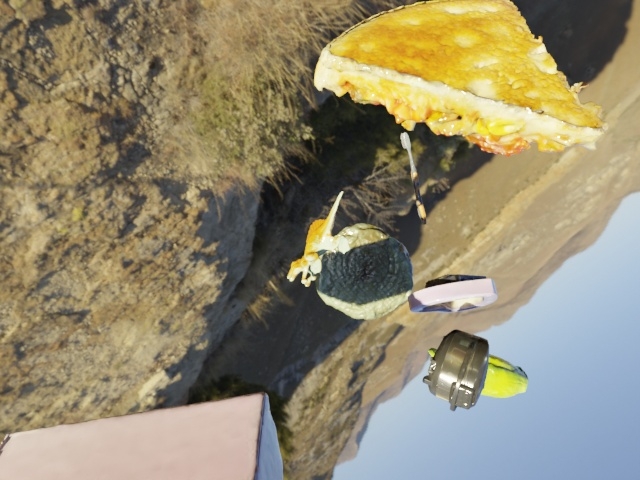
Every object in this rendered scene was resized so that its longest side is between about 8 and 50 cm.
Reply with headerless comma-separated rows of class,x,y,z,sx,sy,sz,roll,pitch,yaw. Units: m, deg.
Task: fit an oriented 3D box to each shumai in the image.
shumai,0.113,0.079,1.479,0.304,0.309,0.263,-17,-163,-7

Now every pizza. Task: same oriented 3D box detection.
pizza,0.105,-0.111,0.339,0.201,0.193,0.053,-20,145,-20

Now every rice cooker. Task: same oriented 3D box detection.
rice cooker,0.267,0.243,0.886,0.165,0.106,0.112,-33,134,-47

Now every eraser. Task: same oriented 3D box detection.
eraser,-0.227,0.330,0.512,0.359,0.272,0.122,-11,120,4

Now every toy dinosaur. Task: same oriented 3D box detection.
toy dinosaur,0.000,0.002,0.874,0.057,0.142,0.212,19,100,-23

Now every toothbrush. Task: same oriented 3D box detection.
toothbrush,0.314,-0.201,1.541,0.023,0.321,0.031,-21,-165,-13

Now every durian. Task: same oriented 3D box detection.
durian,0.404,0.334,1.180,0.139,0.250,0.101,-172,-86,-89

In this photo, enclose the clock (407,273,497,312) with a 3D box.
clock,0.290,0.107,0.982,0.198,0.064,0.172,5,156,-33
